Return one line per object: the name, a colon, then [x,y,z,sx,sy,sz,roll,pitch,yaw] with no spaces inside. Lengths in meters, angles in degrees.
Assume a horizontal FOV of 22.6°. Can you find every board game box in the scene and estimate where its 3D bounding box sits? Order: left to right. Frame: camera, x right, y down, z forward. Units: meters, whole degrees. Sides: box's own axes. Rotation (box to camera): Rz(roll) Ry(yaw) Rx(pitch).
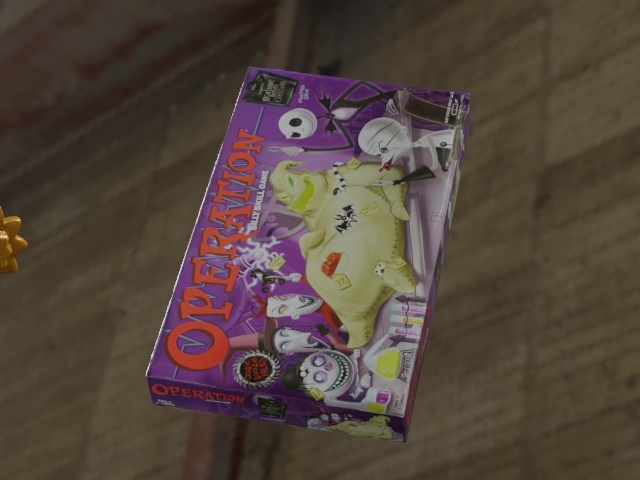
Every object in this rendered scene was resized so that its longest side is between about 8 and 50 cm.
board game box: [0.000,0.000,1.342,0.208,0.056,0.346,5,-128,12]

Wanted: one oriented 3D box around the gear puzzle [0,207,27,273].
gear puzzle: [-0.389,0.102,1.440,0.339,0.175,0.044,-44,-139,-9]
